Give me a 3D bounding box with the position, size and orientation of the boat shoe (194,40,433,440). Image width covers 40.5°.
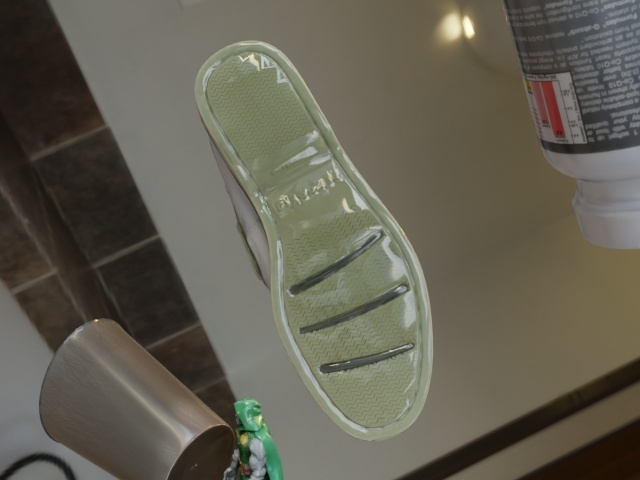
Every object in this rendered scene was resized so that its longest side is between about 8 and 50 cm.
[{"bbox_3d":[0.000,0.000,0.653,0.103,0.113,0.302,82,-13,-81],"label":"boat shoe"}]

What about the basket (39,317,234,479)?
[{"bbox_3d":[-0.238,0.240,1.146,0.227,0.154,0.204,27,-58,30],"label":"basket"}]

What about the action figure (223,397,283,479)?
[{"bbox_3d":[-0.080,0.299,1.070,0.137,0.063,0.232,-146,-131,-65],"label":"action figure"}]

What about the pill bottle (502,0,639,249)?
[{"bbox_3d":[0.312,-0.188,0.892,0.210,0.210,0.363,-139,-152,-70],"label":"pill bottle"}]
